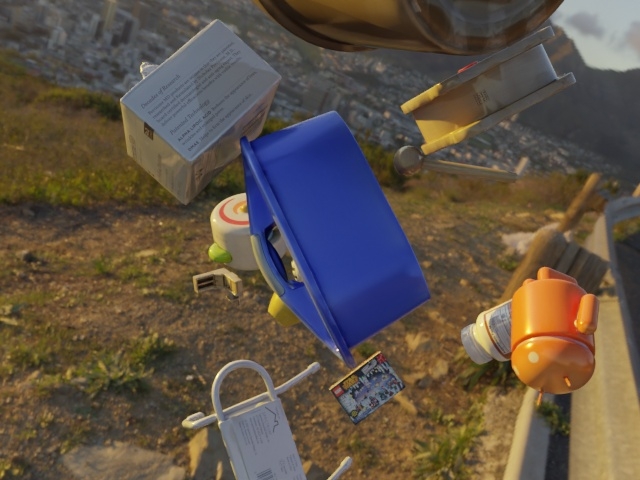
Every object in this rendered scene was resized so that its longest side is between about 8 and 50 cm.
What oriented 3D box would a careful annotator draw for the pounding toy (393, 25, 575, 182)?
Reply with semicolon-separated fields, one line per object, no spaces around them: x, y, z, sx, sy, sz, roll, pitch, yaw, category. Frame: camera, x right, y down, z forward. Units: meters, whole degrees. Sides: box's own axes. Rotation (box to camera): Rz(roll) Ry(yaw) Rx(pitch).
0.211;-0.152;0.784;0.154;0.270;0.154;62;-1;-6;pounding toy

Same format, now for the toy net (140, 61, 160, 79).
-0.300;-0.309;1.302;0.232;0.045;0.122;54;33;-1;toy net

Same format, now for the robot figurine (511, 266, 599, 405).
0.374;0.150;0.953;0.128;0.158;0.219;50;41;-38;robot figurine

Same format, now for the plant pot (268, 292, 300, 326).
-0.098;0.198;1.739;0.134;0.095;0.134;44;-9;9;plant pot

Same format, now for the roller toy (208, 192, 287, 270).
-0.181;-0.032;1.519;0.191;0.146;0.209;1;35;7;roller toy

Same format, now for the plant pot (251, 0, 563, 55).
0.088;-0.308;0.542;0.323;0.323;0.280;11;27;-33;plant pot

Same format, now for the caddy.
0.000;0.000;0.793;0.241;0.179;0.341;78;-13;-79;caddy

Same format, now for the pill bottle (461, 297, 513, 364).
0.427;0.194;1.306;0.121;0.216;0.121;34;38;-32;pill bottle

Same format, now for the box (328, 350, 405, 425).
0.100;0.314;1.259;0.094;0.137;0.027;54;-7;2;box

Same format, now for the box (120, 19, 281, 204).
-0.168;-0.172;0.825;0.119;0.182;0.181;42;-20;-1;box

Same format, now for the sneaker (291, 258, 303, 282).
0.090;0.026;1.245;0.281;0.106;0.162;-30;22;-31;sneaker

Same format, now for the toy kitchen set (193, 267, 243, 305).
-0.210;0.108;1.226;0.075;0.068;0.083;-15;23;-32;toy kitchen set

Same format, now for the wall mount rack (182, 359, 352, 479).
-0.075;0.375;1.088;0.304;0.130;0.350;-16;85;-28;wall mount rack
